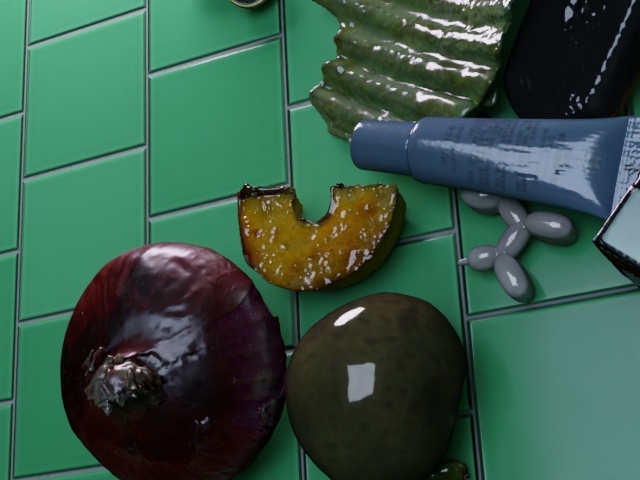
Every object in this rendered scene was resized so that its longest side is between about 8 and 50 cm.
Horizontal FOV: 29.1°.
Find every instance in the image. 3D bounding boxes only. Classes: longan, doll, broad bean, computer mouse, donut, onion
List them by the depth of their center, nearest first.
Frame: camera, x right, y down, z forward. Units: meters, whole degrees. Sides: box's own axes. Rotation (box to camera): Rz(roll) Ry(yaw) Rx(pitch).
[{"bbox_3d":[0.069,0.193,1.542,0.246,0.215,0.246,7,102,36],"label":"longan"},{"bbox_3d":[0.123,0.370,1.544,0.070,0.048,0.214,19,80,32],"label":"broad bean"},{"bbox_3d":[0.355,-0.280,1.599,0.183,0.116,0.323,33,105,42],"label":"computer mouse"},{"bbox_3d":[0.246,-0.019,1.605,0.160,0.059,0.161,36,92,31],"label":"doll"},{"bbox_3d":[-0.221,0.176,1.654,0.347,0.285,0.348,0,91,23],"label":"onion"},{"bbox_3d":[-0.005,0.004,1.704,0.259,0.101,0.152,2,75,27],"label":"donut"}]

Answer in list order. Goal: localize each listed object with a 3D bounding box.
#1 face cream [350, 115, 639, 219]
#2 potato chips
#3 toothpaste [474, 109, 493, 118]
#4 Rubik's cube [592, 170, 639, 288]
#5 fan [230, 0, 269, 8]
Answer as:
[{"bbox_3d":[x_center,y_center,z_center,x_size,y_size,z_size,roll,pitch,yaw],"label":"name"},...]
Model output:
[{"bbox_3d":[0.220,-0.107,1.577,0.385,0.086,0.136,8,80,29],"label":"face cream"},{"bbox_3d":[0.144,-0.321,1.713,0.389,0.097,0.373,-9,68,45],"label":"potato chips"},{"bbox_3d":[0.203,-0.143,1.697,0.024,0.015,0.083,42,90,24],"label":"toothpaste"},{"bbox_3d":[0.449,-0.002,1.421,0.183,0.180,0.167,33,91,30],"label":"Rubik's cube"},{"bbox_3d":[-0.132,-0.430,1.922,0.082,0.039,0.155,-39,87,11],"label":"fan"}]
